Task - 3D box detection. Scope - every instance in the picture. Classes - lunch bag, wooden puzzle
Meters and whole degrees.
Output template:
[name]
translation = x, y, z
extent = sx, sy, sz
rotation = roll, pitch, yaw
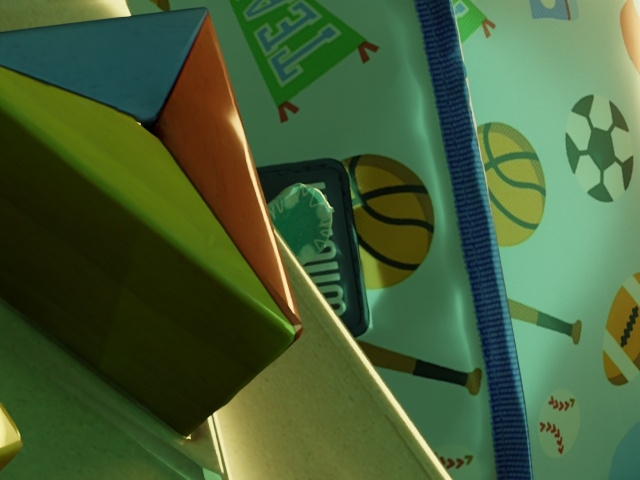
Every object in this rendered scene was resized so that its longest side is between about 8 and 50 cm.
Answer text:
[lunch bag]
translation = 0.000, 0.000, 0.805
extent = 0.385, 0.239, 0.327
rotation = -10, 91, -46
[wooden puzzle]
translation = -0.047, 0.069, 0.382
extent = 0.347, 0.080, 0.322
rotation = 59, 32, 8

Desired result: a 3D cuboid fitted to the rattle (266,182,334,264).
[rattle]
translation = -0.082, 0.036, 0.569
extent = 0.200, 0.130, 0.142
rotation = 26, 36, -41
